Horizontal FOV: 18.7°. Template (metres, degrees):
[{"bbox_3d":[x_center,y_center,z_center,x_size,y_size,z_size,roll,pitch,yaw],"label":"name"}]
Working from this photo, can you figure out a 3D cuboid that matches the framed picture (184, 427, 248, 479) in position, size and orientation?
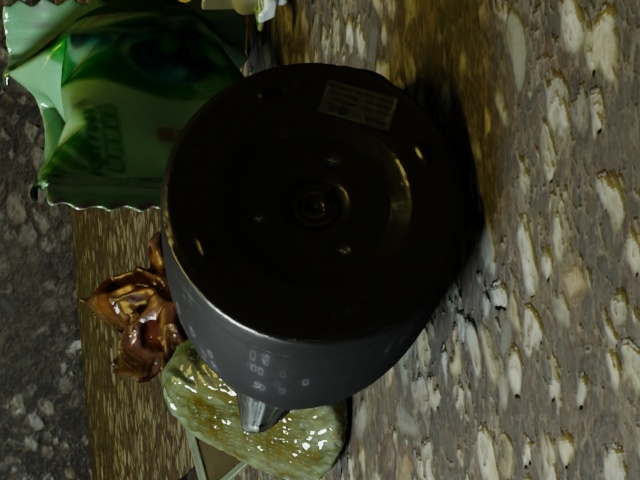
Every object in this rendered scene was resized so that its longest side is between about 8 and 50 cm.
[{"bbox_3d":[-0.082,0.161,1.958,0.142,0.011,0.183,-43,35,15],"label":"framed picture"}]

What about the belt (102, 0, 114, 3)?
[{"bbox_3d":[-0.202,-0.400,2.111,0.164,0.184,0.289,147,119,-65],"label":"belt"}]

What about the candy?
[{"bbox_3d":[-0.160,-0.117,1.858,0.398,0.263,0.172,-119,22,-61],"label":"candy"}]

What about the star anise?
[{"bbox_3d":[-0.156,0.109,2.133,0.237,0.148,0.346,-22,65,30],"label":"star anise"}]

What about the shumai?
[{"bbox_3d":[-0.035,0.125,1.768,0.184,0.184,0.142,105,-173,-54],"label":"shumai"}]

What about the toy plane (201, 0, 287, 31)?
[{"bbox_3d":[-0.059,-0.271,1.778,0.174,0.080,0.174,178,90,-75],"label":"toy plane"}]

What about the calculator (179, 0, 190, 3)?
[{"bbox_3d":[-0.166,-0.268,2.322,0.146,0.032,0.235,103,157,-50],"label":"calculator"}]

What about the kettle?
[{"bbox_3d":[0.000,0.000,1.436,0.290,0.207,0.268,96,-165,-67],"label":"kettle"}]
